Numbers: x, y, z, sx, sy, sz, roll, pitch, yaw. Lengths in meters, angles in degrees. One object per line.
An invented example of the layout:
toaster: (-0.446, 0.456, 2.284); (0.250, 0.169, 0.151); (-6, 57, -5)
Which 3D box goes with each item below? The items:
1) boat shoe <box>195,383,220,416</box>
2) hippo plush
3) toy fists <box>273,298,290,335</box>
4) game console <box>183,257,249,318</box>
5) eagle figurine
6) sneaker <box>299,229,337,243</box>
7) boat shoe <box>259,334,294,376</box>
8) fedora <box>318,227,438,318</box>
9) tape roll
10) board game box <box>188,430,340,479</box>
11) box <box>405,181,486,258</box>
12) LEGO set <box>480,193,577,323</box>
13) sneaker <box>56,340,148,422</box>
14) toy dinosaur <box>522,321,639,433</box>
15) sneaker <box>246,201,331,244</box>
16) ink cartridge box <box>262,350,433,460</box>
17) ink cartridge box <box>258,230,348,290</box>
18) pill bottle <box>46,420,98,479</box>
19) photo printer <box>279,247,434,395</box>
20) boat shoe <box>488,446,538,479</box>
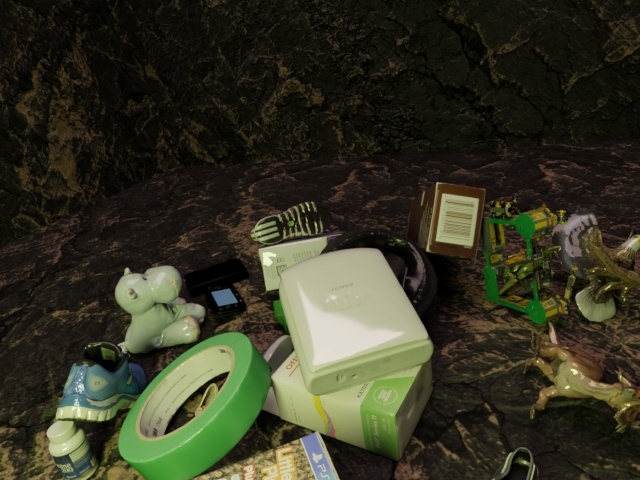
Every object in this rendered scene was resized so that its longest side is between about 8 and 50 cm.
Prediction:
boat shoe: (-0.252, 0.378, 1.011); (0.049, 0.043, 0.137); (-3, 25, 9)
hippo plush: (-0.495, 0.181, 1.313); (0.293, 0.237, 0.234); (-18, 25, -19)
toy fists: (0.006, 0.183, 1.302); (0.278, 0.096, 0.142); (-13, 36, -10)
game console: (-0.329, 0.161, 1.543); (0.213, 0.044, 0.361); (-18, 25, -19)
eagle figurine: (0.739, 0.049, 1.173); (0.225, 0.227, 0.298); (-15, 12, 17)
sneaker: (0.000, 0.000, 1.712); (0.095, 0.105, 0.236); (-26, 27, -30)
boat shoe: (-0.143, 0.300, 1.105); (0.070, 0.078, 0.219); (7, 30, 31)
fedora: (0.131, 0.125, 1.174); (0.333, 0.153, 0.334); (4, 49, -5)
tape roll: (-0.256, 0.331, 0.942); (0.321, 0.077, 0.321); (-27, 23, 12)
board game box: (-0.099, 0.429, 0.593); (0.290, 0.232, 0.141); (-15, 23, -14)
box: (0.353, -0.046, 1.360); (0.142, 0.191, 0.381); (9, -3, 3)
LEGO set: (0.562, 0.037, 1.189); (0.191, 0.332, 0.255); (-16, 3, -19)
sneaker: (-0.461, 0.300, 1.021); (0.129, 0.147, 0.330); (6, -10, -5)
toy dinosaur: (0.515, 0.266, 0.892); (0.200, 0.127, 0.295); (6, 14, 17)
sneaker: (-0.112, -0.052, 1.457); (0.281, 0.107, 0.162); (-13, 2, -35)
ink cartridge box: (0.039, 0.299, 0.984); (0.353, 0.119, 0.207); (5, 28, 31)
ink cartridge box: (-0.039, 0.053, 1.451); (0.271, 0.130, 0.309); (-10, 3, 0)
pill bottle: (-0.497, 0.418, 0.912); (0.066, 0.120, 0.067); (-9, 22, 4)
photo printer: (0.054, 0.142, 0.951); (0.255, 0.107, 0.308); (-13, 42, -9)
boat shoe: (0.276, 0.404, 0.718); (0.206, 0.065, 0.075); (-26, 28, -34)
